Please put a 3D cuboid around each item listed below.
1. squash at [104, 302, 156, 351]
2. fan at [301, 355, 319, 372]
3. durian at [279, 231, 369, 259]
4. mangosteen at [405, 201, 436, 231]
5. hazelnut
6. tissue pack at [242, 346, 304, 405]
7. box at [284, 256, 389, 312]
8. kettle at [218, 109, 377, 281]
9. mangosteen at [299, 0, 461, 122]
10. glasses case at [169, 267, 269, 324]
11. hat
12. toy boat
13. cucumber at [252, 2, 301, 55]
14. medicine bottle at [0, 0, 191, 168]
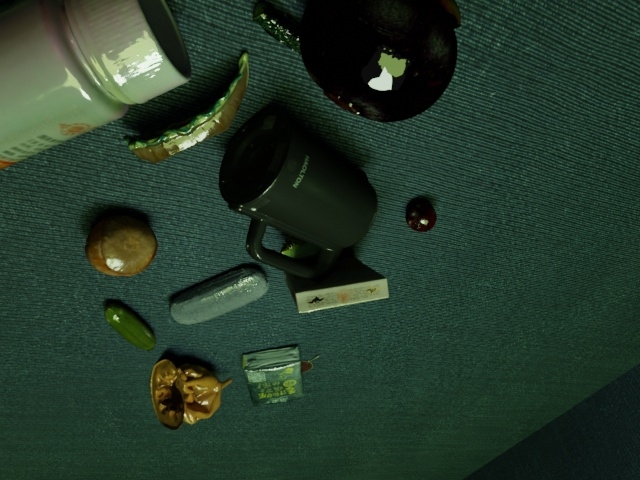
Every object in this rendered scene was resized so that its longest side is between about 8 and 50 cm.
[{"bbox_3d":[-0.511,0.247,1.637,0.066,0.066,0.252,-19,142,6],"label":"squash"},{"bbox_3d":[-0.049,0.425,2.042,0.085,0.005,0.133,24,129,-37],"label":"fan"},{"bbox_3d":[-0.002,-0.009,1.472,0.220,0.095,0.137,-8,176,-11],"label":"durian"},{"bbox_3d":[0.254,-0.063,1.501,0.081,0.081,0.081,-9,141,-7],"label":"mangosteen"},{"bbox_3d":[-0.448,0.019,1.333,0.150,0.150,0.150,-9,141,-7],"label":"hazelnut"},{"bbox_3d":[-0.153,0.457,1.986,0.185,0.081,0.257,-7,140,-4],"label":"tissue pack"},{"bbox_3d":[0.024,0.099,1.448,0.204,0.365,0.051,-9,96,-7],"label":"box"},{"bbox_3d":[-0.034,-0.084,1.241,0.203,0.262,0.308,-24,145,34],"label":"kettle"},{"bbox_3d":[0.114,-0.355,0.993,0.275,0.275,0.302,30,91,-41],"label":"mangosteen"},{"bbox_3d":[-0.272,0.152,1.597,0.282,0.067,0.109,-22,138,12],"label":"glasses case"},{"bbox_3d":[-0.379,0.455,1.872,0.233,0.233,0.244,-6,114,-38],"label":"hat"},{"bbox_3d":[-0.233,-0.233,1.126,0.293,0.108,0.099,-31,107,11],"label":"toy boat"},{"bbox_3d":[-0.017,-0.351,1.091,0.256,0.043,0.044,22,134,-38],"label":"cucumber"},{"bbox_3d":[-0.418,-0.269,0.929,0.388,0.219,0.219,-22,141,8],"label":"medicine bottle"}]
